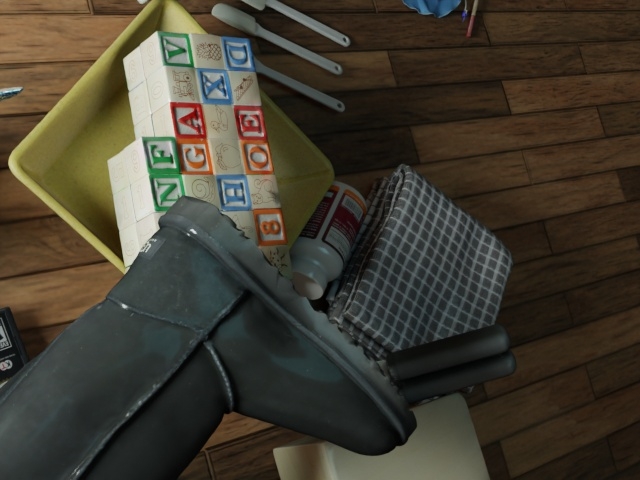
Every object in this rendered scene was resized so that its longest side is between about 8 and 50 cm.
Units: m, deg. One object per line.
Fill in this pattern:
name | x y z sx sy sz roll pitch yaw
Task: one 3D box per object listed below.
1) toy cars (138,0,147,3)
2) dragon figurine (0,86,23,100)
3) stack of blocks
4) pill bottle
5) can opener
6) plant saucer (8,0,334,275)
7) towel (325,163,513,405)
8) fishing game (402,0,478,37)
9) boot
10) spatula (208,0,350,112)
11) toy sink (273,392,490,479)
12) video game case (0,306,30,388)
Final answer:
toy cars | -0.227 -0.451 1.333 0.176 0.087 0.393 12 60 -42
dragon figurine | -0.415 -0.047 1.077 0.289 0.085 0.144 -36 101 -35
stack of blocks | -0.147 -0.084 1.197 0.171 0.087 0.297 -3 78 -39
pill bottle | 0.000 0.000 1.394 0.086 0.086 0.152 40 55 -22
can opener | 0.115 0.185 1.338 0.093 0.280 0.074 -105 176 -63
plant saucer | -0.178 -0.080 1.282 0.333 0.081 0.332 45 54 -19
towel | 0.140 0.066 1.462 0.235 0.121 0.283 37 57 -23
fishing game | 0.177 -0.459 1.709 0.264 0.041 0.189 30 62 -28
boot | -0.157 0.236 1.032 0.367 0.146 0.445 45 71 -16
spatula | -0.058 -0.278 1.483 0.242 0.019 0.168 22 58 -33
toy sink | 0.080 0.301 1.335 0.234 0.131 0.152 -14 86 -35
video game case | -0.396 0.225 1.043 0.275 0.035 0.248 -21 89 -41
